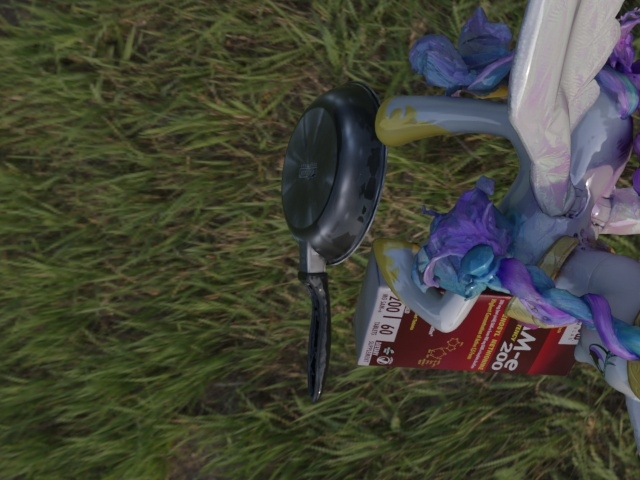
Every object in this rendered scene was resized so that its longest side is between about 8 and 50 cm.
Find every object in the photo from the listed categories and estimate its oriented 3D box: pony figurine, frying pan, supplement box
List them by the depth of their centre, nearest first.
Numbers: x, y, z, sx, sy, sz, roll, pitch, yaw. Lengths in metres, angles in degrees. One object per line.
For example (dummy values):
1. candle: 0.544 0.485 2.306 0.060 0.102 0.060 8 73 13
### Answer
1. pony figurine: 0.180 -0.058 0.588 0.363 0.303 0.351 33 109 60
2. supplement box: 0.164 0.076 0.913 0.239 0.073 0.130 4 134 -7
3. frying pan: -0.010 -0.015 0.920 0.197 0.053 0.326 49 126 56
